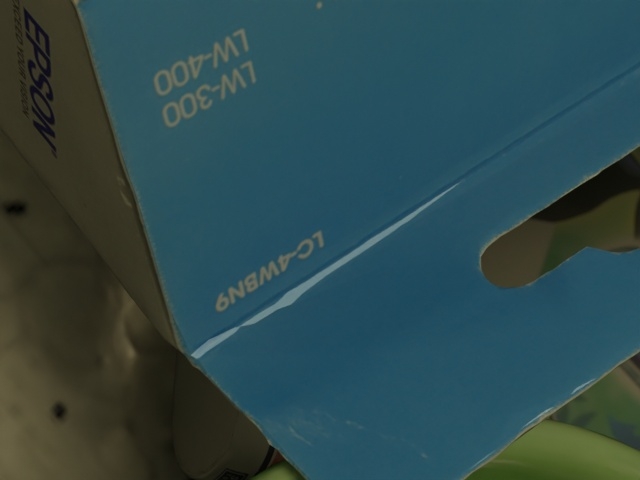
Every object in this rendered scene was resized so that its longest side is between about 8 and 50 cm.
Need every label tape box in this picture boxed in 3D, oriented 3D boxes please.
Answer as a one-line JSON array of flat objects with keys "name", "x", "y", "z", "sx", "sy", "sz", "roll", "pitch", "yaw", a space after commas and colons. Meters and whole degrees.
[{"name": "label tape box", "x": 0.001, "y": -0.128, "z": 0.472, "sx": 0.249, "sy": 0.115, "sz": 0.347, "roll": -32, "pitch": 65, "yaw": -24}]

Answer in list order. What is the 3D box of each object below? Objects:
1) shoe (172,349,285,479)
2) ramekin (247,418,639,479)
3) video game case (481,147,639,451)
[{"name": "shoe", "x": 0.000, "y": 0.000, "z": 0.576, "sx": 0.081, "sy": 0.063, "sz": 0.178, "roll": 12, "pitch": 76, "yaw": -31}, {"name": "ramekin", "x": 0.017, "y": 0.209, "z": 0.473, "sx": 0.303, "sy": 0.148, "sz": 0.303, "roll": 10, "pitch": 71, "yaw": -30}, {"name": "video game case", "x": 0.165, "y": -0.078, "z": 0.576, "sx": 0.036, "sy": 0.329, "sz": 0.299, "roll": -7, "pitch": 77, "yaw": -75}]
